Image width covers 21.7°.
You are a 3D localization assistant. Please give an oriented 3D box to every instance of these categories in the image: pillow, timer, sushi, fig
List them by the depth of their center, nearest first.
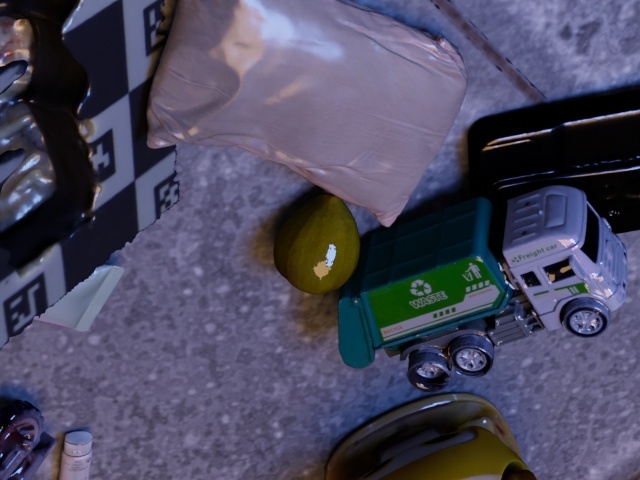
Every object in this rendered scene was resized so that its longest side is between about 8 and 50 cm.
[{"bbox_3d":[-0.240,-0.111,1.198,0.296,0.100,0.373,-43,147,-36],"label":"sushi"},{"bbox_3d":[-0.011,-0.115,1.308,0.270,0.067,0.173,17,116,-31],"label":"pillow"},{"bbox_3d":[0.000,0.000,1.409,0.074,0.074,0.088,10,107,-26],"label":"fig"},{"bbox_3d":[0.224,-0.054,1.448,0.187,0.055,0.144,-11,132,-3],"label":"timer"}]

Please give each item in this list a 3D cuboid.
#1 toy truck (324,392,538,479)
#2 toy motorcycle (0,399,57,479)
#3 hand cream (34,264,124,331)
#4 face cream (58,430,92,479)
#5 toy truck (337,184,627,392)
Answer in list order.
[{"bbox_3d":[0.126,0.285,1.605,0.204,0.211,0.288,-27,136,3],"label":"toy truck"},{"bbox_3d":[-0.305,0.243,1.460,0.215,0.080,0.122,-52,152,-16],"label":"toy motorcycle"},{"bbox_3d":[-0.264,0.032,1.358,0.205,0.050,0.078,13,124,-33],"label":"hand cream"},{"bbox_3d":[-0.229,0.222,1.550,0.038,0.020,0.115,-3,131,-18],"label":"face cream"},{"bbox_3d":[0.128,0.039,1.427,0.253,0.114,0.124,-21,124,26],"label":"toy truck"}]
